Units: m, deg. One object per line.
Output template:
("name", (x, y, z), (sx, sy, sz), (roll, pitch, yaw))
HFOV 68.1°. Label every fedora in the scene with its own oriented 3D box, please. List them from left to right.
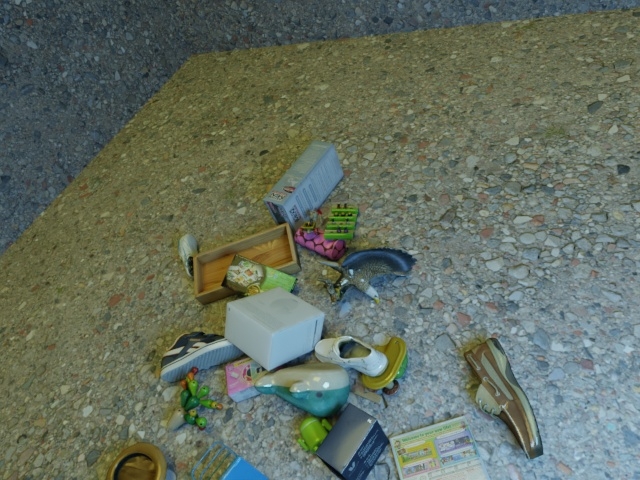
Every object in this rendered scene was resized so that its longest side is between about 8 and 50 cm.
("fedora", (-0.532, 0.699, 1.397), (0.194, 0.079, 0.194), (-7, 49, 9))

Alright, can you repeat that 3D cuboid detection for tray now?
("tray", (-0.290, 0.090, 1.846), (0.411, 0.076, 0.203), (-19, 52, 5))

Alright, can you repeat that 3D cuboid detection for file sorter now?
("file sorter", (-0.245, 0.636, 1.271), (0.104, 0.170, 0.118), (21, 60, 40))

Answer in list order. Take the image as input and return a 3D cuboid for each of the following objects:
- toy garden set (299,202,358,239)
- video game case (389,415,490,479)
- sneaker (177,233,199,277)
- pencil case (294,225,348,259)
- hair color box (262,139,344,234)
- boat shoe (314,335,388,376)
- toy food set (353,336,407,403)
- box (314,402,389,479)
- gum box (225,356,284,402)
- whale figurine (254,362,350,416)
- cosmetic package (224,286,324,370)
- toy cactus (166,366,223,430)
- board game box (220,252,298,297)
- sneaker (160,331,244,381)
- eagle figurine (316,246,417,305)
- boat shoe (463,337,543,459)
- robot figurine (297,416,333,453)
("toy garden set", (0.036, -0.086, 1.818), (0.204, 0.049, 0.244), (1, 30, 9))
("video game case", (0.301, 0.569, 1.202), (0.212, 0.023, 0.193), (-20, 45, 6))
("sneaker", (-0.553, 0.073, 1.991), (0.086, 0.085, 0.237), (-43, 45, 19))
("pencil case", (0.000, 0.000, 1.807), (0.209, 0.095, 0.098), (22, 92, 36))
("hair color box", (-0.061, -0.224, 1.969), (0.114, 0.185, 0.374), (17, 58, 33))
("boat shoe", (0.075, 0.329, 1.429), (0.277, 0.096, 0.098), (-2, 44, 46))
("toy food set", (0.194, 0.391, 1.389), (0.128, 0.071, 0.218), (-8, 40, 50))
("box", (0.086, 0.535, 1.228), (0.093, 0.158, 0.156), (22, 60, 37))
("gum box", (-0.212, 0.432, 1.517), (0.188, 0.062, 0.107), (-22, 45, 3))
("whale figurine", (-0.050, 0.435, 1.369), (0.272, 0.216, 0.141), (-4, 85, 8))
("cosmetic package", (-0.149, 0.273, 1.516), (0.224, 0.138, 0.225), (25, 24, 38))
("toy cactus", (-0.412, 0.528, 1.508), (0.180, 0.112, 0.219), (-47, 48, 5))
("board game box", (-0.225, 0.154, 1.728), (0.260, 0.030, 0.136), (21, 76, 17))
("sneaker", (-0.403, 0.365, 1.616), (0.321, 0.126, 0.127), (-21, 50, 6))
("eagle figurine", (0.155, 0.106, 1.583), (0.298, 0.225, 0.226), (-37, 35, 3))
("boat shoe", (0.464, 0.406, 1.227), (0.120, 0.122, 0.324), (-22, 36, 11))
("robot figurine", (-0.015, 0.545, 1.326), (0.101, 0.067, 0.115), (-40, 46, -2))
